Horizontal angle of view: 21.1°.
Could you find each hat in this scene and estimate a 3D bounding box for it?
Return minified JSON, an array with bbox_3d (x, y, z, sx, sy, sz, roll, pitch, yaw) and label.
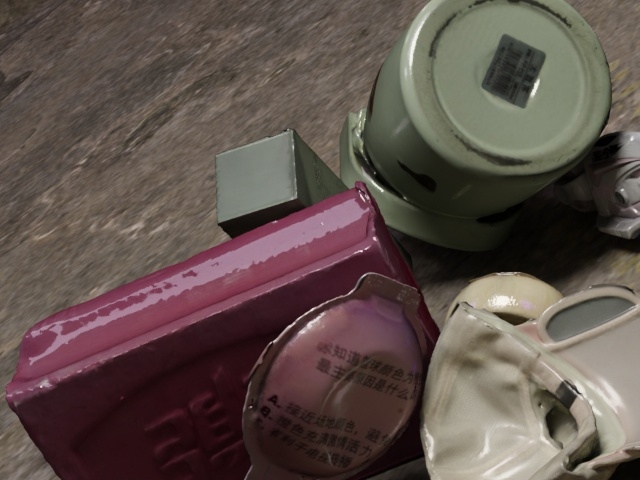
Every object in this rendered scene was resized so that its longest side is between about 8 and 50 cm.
[{"bbox_3d":[0.214,0.147,1.408,0.226,0.164,0.219,7,34,-22],"label":"hat"}]

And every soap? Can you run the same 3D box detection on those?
[{"bbox_3d":[-0.073,0.124,1.542,0.360,0.233,0.128,-23,28,8],"label":"soap"}]

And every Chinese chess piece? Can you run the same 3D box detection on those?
[{"bbox_3d":[0.169,0.084,1.512,0.122,0.122,0.051,-12,41,28],"label":"Chinese chess piece"}]

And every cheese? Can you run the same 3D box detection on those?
[{"bbox_3d":[-0.003,0.158,1.417,0.074,0.189,0.286,38,105,50],"label":"cheese"}]

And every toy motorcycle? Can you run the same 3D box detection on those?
[{"bbox_3d":[0.310,-0.061,1.662,0.112,0.112,0.254,-37,27,-19],"label":"toy motorcycle"}]

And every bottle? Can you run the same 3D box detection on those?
[{"bbox_3d":[0.131,-0.104,1.744,0.229,0.229,0.352,-37,-2,-20],"label":"bottle"}]

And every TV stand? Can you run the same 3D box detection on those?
[{"bbox_3d":[0.000,0.000,1.649,0.088,0.269,0.082,-15,58,21],"label":"TV stand"}]
